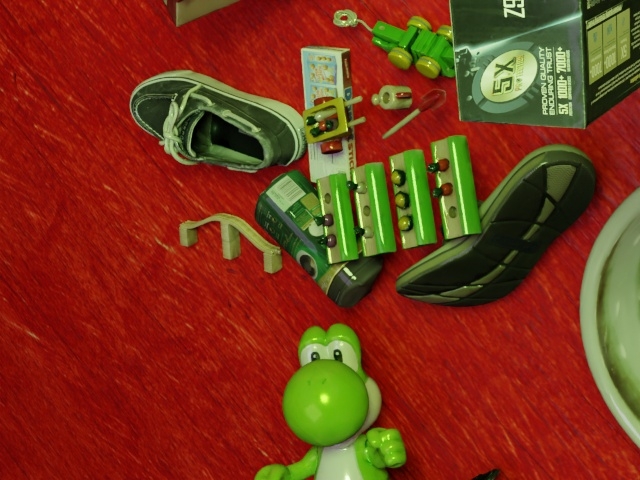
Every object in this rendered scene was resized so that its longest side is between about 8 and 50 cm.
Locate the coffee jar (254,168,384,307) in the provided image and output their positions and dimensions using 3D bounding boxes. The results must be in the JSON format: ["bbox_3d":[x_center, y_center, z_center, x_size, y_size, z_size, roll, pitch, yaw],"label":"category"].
[{"bbox_3d":[0.000,0.000,1.353,0.184,0.079,0.096,46,156,13],"label":"coffee jar"}]

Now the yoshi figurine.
[{"bbox_3d":[0.024,0.297,1.369,0.203,0.203,0.362,2,105,66],"label":"yoshi figurine"}]

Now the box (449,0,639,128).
[{"bbox_3d":[0.148,-0.160,0.586,0.077,0.180,0.147,9,118,36],"label":"box"}]

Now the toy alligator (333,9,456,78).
[{"bbox_3d":[0.100,-0.222,1.189,0.189,0.056,0.051,24,165,30],"label":"toy alligator"}]

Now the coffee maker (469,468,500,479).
[{"bbox_3d":[0.228,0.406,1.356,0.178,0.120,0.171,53,167,8],"label":"coffee maker"}]

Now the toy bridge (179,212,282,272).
[{"bbox_3d":[-0.131,-0.005,1.506,0.188,0.026,0.063,15,119,34],"label":"toy bridge"}]

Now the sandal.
[{"bbox_3d":[0.199,-0.015,1.181,0.303,0.120,0.086,-47,35,40],"label":"sandal"}]

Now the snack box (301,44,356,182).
[{"bbox_3d":[0.011,-0.155,1.313,0.064,0.022,0.178,14,119,36],"label":"snack box"}]

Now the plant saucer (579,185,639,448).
[{"bbox_3d":[0.454,0.089,1.001,0.400,0.100,0.401,18,122,32],"label":"plant saucer"}]

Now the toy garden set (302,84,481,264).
[{"bbox_3d":[0.064,-0.087,1.193,0.244,0.049,0.204,-14,82,50],"label":"toy garden set"}]

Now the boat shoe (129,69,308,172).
[{"bbox_3d":[-0.164,-0.152,1.407,0.306,0.105,0.113,23,124,31],"label":"boat shoe"}]

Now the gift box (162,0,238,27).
[{"bbox_3d":[-0.089,-0.406,1.100,0.255,0.258,0.276,65,170,0],"label":"gift box"}]
